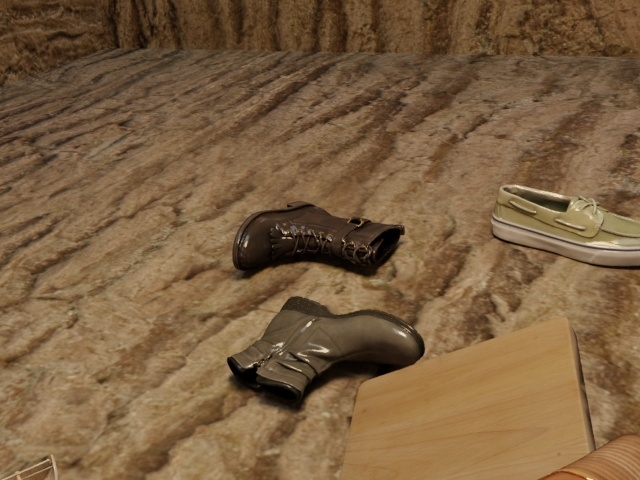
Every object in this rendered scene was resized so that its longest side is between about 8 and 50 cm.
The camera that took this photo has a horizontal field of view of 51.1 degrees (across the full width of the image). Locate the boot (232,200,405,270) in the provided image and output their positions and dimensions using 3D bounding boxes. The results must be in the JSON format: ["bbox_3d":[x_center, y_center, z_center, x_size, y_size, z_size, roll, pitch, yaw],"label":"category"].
[{"bbox_3d":[0.000,0.000,1.189,0.229,0.091,0.263,16,33,35],"label":"boot"}]

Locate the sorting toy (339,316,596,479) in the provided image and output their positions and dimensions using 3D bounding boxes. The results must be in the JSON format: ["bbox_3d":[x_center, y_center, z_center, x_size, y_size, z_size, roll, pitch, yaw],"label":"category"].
[{"bbox_3d":[0.151,0.226,0.665,0.257,0.089,0.255,-25,24,27],"label":"sorting toy"}]

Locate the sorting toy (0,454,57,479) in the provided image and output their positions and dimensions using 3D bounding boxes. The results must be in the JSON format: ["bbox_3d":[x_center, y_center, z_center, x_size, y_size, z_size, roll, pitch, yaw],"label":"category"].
[{"bbox_3d":[-0.330,0.296,0.750,0.083,0.044,0.075,-19,39,-25],"label":"sorting toy"}]

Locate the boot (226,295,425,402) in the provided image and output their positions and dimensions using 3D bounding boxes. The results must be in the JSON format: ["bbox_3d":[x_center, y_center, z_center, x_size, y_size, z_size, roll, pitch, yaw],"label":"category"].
[{"bbox_3d":[0.005,0.166,0.913,0.247,0.083,0.161,8,37,33],"label":"boot"}]

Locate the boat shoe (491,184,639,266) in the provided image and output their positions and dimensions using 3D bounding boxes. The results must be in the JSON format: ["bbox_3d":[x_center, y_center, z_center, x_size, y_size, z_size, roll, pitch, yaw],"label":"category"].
[{"bbox_3d":[0.444,-0.029,1.165,0.303,0.094,0.109,11,32,28],"label":"boat shoe"}]

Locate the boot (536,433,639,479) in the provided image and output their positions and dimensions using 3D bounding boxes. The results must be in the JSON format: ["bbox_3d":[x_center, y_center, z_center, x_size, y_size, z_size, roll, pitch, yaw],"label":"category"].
[{"bbox_3d":[0.194,0.284,0.401,0.220,0.283,0.109,-21,-7,-33],"label":"boot"}]
